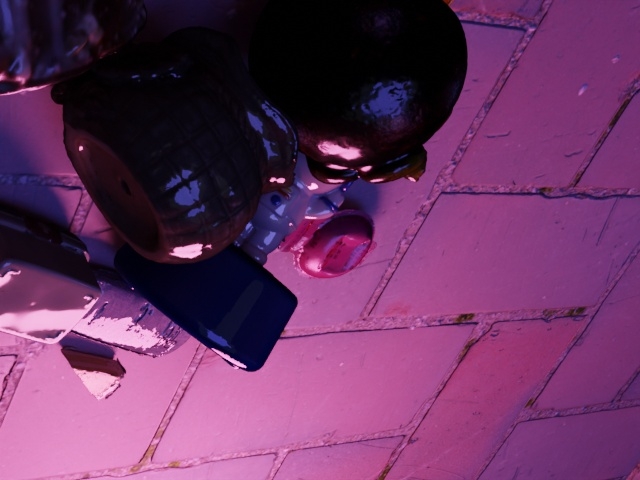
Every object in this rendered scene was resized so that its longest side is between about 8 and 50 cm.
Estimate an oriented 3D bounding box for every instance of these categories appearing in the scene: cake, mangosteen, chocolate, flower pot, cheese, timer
[{"bbox_3d":[-0.372,0.210,2.101,0.065,0.052,0.121,-44,144,15],"label":"cake"},{"bbox_3d":[0.040,-0.218,1.756,0.297,0.297,0.313,-8,143,-33],"label":"mangosteen"},{"bbox_3d":[-0.333,-0.300,1.399,0.340,0.225,0.210,-31,140,-41],"label":"chocolate"},{"bbox_3d":[-0.190,-0.130,1.683,0.213,0.302,0.302,-37,147,-23],"label":"flower pot"},{"bbox_3d":[0.000,0.000,2.159,0.244,0.062,0.155,15,120,-46],"label":"cheese"},{"bbox_3d":[-0.086,-0.030,1.934,0.383,0.270,0.270,-51,144,-2],"label":"timer"}]

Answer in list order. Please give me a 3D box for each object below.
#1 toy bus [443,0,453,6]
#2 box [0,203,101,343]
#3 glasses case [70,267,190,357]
[{"bbox_3d":[0.139,-0.340,1.882,0.074,0.069,0.162,16,119,-47],"label":"toy bus"},{"bbox_3d":[-0.416,0.047,1.815,0.148,0.129,0.210,-45,144,15],"label":"box"},{"bbox_3d":[-0.299,0.113,2.038,0.109,0.067,0.282,-48,144,13],"label":"glasses case"}]
